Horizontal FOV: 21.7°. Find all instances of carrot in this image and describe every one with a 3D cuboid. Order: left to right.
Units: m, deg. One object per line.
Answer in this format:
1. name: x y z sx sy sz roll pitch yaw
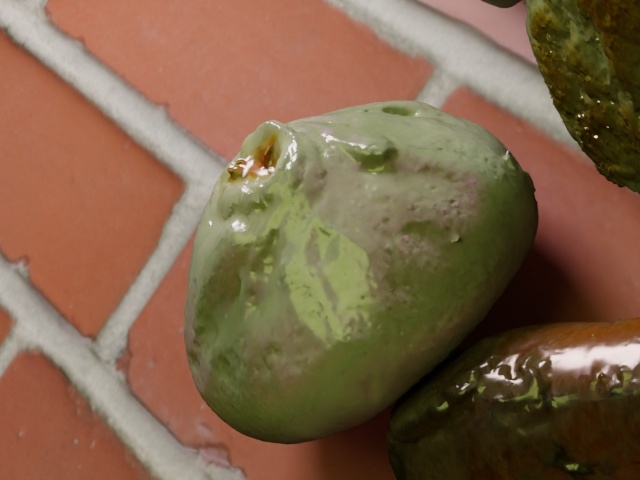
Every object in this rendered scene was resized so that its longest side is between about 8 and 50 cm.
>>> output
1. carrot: 0.187 0.113 1.091 0.302 0.139 0.138 -11 63 29

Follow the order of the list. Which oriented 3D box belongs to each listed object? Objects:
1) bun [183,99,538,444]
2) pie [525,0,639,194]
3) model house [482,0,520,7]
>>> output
1. bun: 0.000 0.000 1.201 0.293 0.187 0.293 -40 14 12
2. pie: 0.252 -0.096 1.032 0.078 0.296 0.371 -34 44 -14
3. model house: 0.157 -0.308 1.329 0.229 0.122 0.188 -44 33 -2
